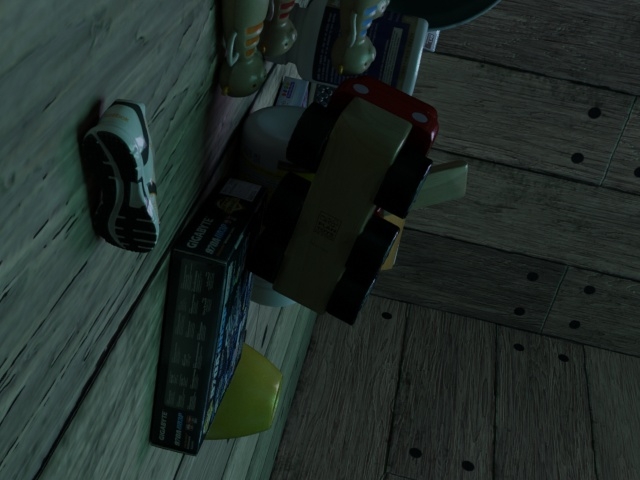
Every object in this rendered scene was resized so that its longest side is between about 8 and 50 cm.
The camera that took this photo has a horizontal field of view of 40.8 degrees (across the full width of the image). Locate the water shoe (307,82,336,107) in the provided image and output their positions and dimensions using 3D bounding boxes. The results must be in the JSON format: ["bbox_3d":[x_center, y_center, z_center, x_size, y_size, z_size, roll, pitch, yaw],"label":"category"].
[{"bbox_3d":[0.004,-0.273,1.387,0.080,0.072,0.203,-17,-124,63],"label":"water shoe"}]

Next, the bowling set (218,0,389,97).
[{"bbox_3d":[0.026,-0.221,0.794,0.154,0.199,0.287,101,8,-48],"label":"bowling set"}]

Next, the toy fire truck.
[{"bbox_3d":[0.065,-0.061,0.851,0.246,0.158,0.217,-56,171,-50],"label":"toy fire truck"}]

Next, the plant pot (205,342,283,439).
[{"bbox_3d":[-0.099,0.184,1.044,0.134,0.095,0.134,13,90,-87],"label":"plant pot"}]

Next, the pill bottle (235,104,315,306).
[{"bbox_3d":[-0.041,-0.034,0.967,0.117,0.117,0.215,-71,174,-58],"label":"pill bottle"}]

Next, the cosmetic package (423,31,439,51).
[{"bbox_3d":[0.116,-0.393,1.482,0.238,0.107,0.127,18,-87,67],"label":"cosmetic package"}]

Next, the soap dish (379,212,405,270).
[{"bbox_3d":[0.066,-0.087,1.778,0.118,0.228,0.291,-45,153,-51],"label":"soap dish"}]

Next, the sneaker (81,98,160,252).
[{"bbox_3d":[-0.109,-0.035,0.501,0.109,0.040,0.044,100,3,-50],"label":"sneaker"}]

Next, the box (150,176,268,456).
[{"bbox_3d":[-0.107,0.070,0.848,0.175,0.051,0.220,-70,172,-63],"label":"box"}]

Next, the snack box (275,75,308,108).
[{"bbox_3d":[-0.049,-0.130,1.133,0.100,0.037,0.141,100,4,-58],"label":"snack box"}]

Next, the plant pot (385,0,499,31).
[{"bbox_3d":[0.149,-0.481,1.244,0.196,0.293,0.293,-97,-167,-46],"label":"plant pot"}]

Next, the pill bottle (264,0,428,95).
[{"bbox_3d":[0.027,-0.215,0.952,0.094,0.169,0.094,13,90,-87],"label":"pill bottle"}]
